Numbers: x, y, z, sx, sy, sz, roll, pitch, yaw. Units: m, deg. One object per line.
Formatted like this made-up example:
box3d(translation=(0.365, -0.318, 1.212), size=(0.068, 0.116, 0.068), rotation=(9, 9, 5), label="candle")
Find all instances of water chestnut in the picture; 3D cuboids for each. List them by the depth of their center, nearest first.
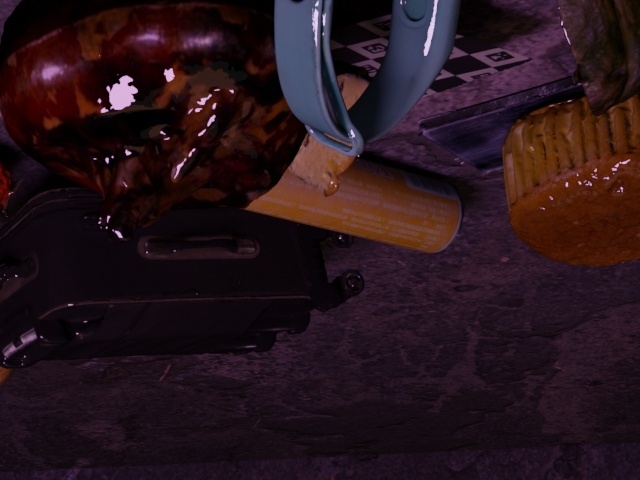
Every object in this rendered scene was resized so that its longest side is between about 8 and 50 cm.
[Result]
box3d(translation=(-0.145, -0.121, 1.454), size=(0.300, 0.300, 0.300), rotation=(-2, 160, -1), label="water chestnut")

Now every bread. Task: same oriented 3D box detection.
box3d(translation=(0.016, -0.107, 1.633), size=(0.080, 0.109, 0.084), rotation=(-6, 160, 41), label="bread")
box3d(translation=(0.330, -0.070, 1.766), size=(0.253, 0.142, 0.227), rotation=(-14, 148, 34), label="bread")

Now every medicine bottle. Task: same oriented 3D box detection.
box3d(translation=(-0.017, -0.063, 1.860), size=(0.426, 0.108, 0.108), rotation=(14, 155, -37), label="medicine bottle")

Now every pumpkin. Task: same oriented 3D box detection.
box3d(translation=(0.285, -0.184, 1.478), size=(0.111, 0.163, 0.278), rotation=(-7, 160, 16), label="pumpkin")

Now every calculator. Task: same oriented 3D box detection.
box3d(translation=(0.256, -0.133, 1.817), size=(0.262, 0.021, 0.161), rotation=(-14, 156, 30), label="calculator")

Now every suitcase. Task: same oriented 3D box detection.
box3d(translation=(-0.195, 0.039, 1.947), size=(0.434, 0.194, 0.283), rotation=(-2, 163, -35), label="suitcase")

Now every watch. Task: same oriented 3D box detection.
box3d(translation=(0.043, -0.190, 1.376), size=(0.068, 0.237, 0.195), rotation=(27, -146, 34), label="watch")

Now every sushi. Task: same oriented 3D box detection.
box3d(translation=(0.048, -0.185, 1.621), size=(0.193, 0.043, 0.279), rotation=(12, 162, -36), label="sushi")

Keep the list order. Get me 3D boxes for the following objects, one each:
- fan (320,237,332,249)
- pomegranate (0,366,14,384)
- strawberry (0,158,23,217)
box3d(translation=(-0.008, -0.001, 2.176), size=(0.060, 0.003, 0.080), rotation=(1, 159, -7), label="fan")
box3d(translation=(-0.492, 0.127, 2.256), size=(0.196, 0.196, 0.196), rotation=(-2, 160, -1), label="pomegranate")
box3d(translation=(-0.420, -0.068, 1.828), size=(0.131, 0.148, 0.131), rotation=(-38, -177, 2), label="strawberry")
